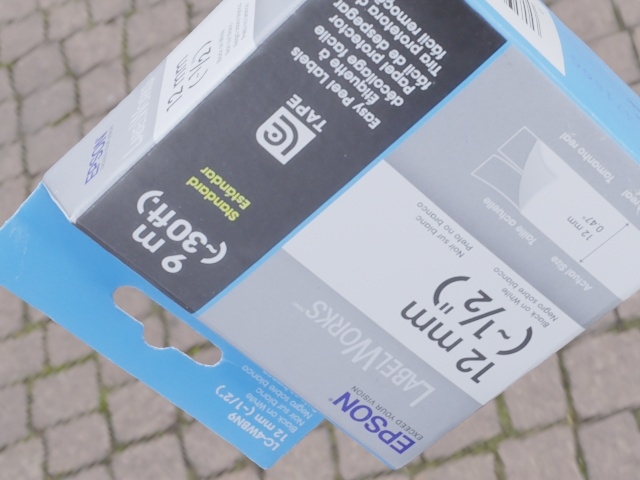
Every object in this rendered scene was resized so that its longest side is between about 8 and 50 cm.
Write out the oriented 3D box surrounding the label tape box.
[{"bbox_3d":[0.000,0.000,0.862,0.347,0.249,0.115,-42,25,21],"label":"label tape box"}]
